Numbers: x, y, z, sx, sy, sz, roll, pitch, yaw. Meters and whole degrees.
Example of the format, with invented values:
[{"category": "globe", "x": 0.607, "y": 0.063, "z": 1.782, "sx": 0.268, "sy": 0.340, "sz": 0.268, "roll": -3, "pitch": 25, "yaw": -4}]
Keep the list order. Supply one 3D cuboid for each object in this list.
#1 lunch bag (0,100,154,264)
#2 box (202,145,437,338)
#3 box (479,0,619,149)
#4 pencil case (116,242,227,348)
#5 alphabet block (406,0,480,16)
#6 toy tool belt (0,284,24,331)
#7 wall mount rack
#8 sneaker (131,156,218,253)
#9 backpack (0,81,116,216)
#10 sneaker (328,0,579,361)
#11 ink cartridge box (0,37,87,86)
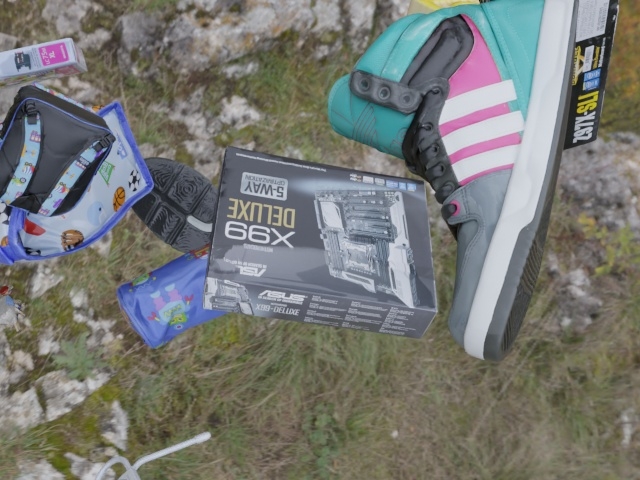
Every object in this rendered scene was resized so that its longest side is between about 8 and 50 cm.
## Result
[{"category": "lunch bag", "x": -0.557, "y": -0.085, "z": 1.332, "sx": 0.385, "sy": 0.328, "sz": 0.239, "roll": -62, "pitch": 141, "yaw": -50}, {"category": "box", "x": 0.000, "y": 0.000, "z": 1.021, "sx": 0.307, "sy": 0.076, "sz": 0.242, "roll": 10, "pitch": 49, "yaw": -8}, {"category": "box", "x": 0.233, "y": -0.297, "z": 0.809, "sx": 0.079, "sy": 0.257, "sz": 0.322, "roll": -15, "pitch": 60, "yaw": 9}, {"category": "pencil case", "x": -0.172, "y": 0.069, "z": 1.185, "sx": 0.306, "sy": 0.119, "sz": 0.133, "roll": -25, "pitch": 114, "yaw": -11}, {"category": "alphabet block", "x": 0.260, "y": -0.320, "z": 1.313, "sx": 0.193, "sy": 0.197, "sz": 0.192, "roll": -23, "pitch": 50, "yaw": -40}, {"category": "toy tool belt", "x": -0.591, "y": 0.131, "z": 1.384, "sx": 0.051, "sy": 0.052, "sz": 0.083, "roll": 49, "pitch": 19, "yaw": -46}, {"category": "wall mount rack", "x": -0.328, "y": 0.547, "z": 1.500, "sx": 0.304, "sy": 0.350, "sz": 0.130, "roll": -50, "pitch": 127, "yaw": -6}, {"category": "sneaker", "x": -0.240, "y": -0.017, "z": 1.664, "sx": 0.447, "sy": 0.257, "sz": 0.169, "roll": 32, "pitch": 82, "yaw": -1}, {"category": "backpack", "x": -0.421, "y": -0.132, "z": 1.115, "sx": 0.158, "sy": 0.117, "sz": 0.173, "roll": 22, "pitch": 106, "yaw": -35}, {"category": "sneaker", "x": 0.087, "y": -0.064, "z": 0.553, "sx": 0.178, "sy": 0.124, "sz": 0.295, "roll": 8, "pitch": 67, "yaw": 20}, {"category": "ink cartridge box", "x": -0.671, "y": -0.363, "z": 1.554, "sx": 0.311, "sy": 0.186, "sz": 0.065, "roll": -13, "pitch": 99, "yaw": -9}]
